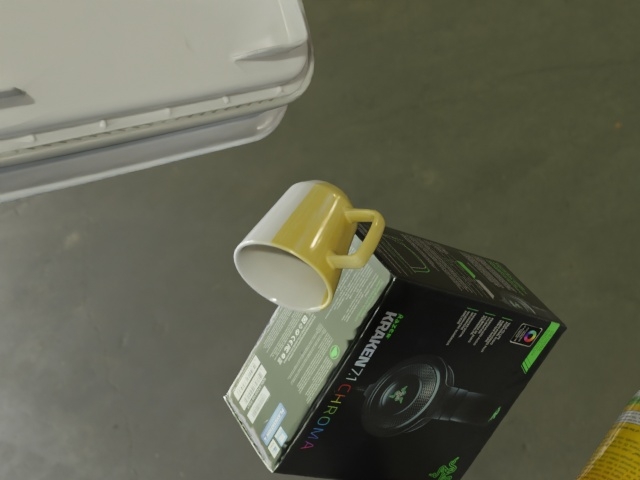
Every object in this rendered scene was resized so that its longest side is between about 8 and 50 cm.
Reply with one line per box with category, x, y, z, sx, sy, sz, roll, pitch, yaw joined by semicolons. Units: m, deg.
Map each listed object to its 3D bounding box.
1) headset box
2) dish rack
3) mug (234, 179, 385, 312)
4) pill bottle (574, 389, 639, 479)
headset box;0.087;0.130;1.198;0.246;0.283;0.131;-59;41;17
dish rack;-0.135;-0.175;0.583;0.072;0.285;0.333;-14;4;43
mug;-0.002;0.001;0.657;0.078;0.062;0.064;20;56;15
pill bottle;0.309;0.278;1.110;0.136;0.136;0.245;26;67;39
